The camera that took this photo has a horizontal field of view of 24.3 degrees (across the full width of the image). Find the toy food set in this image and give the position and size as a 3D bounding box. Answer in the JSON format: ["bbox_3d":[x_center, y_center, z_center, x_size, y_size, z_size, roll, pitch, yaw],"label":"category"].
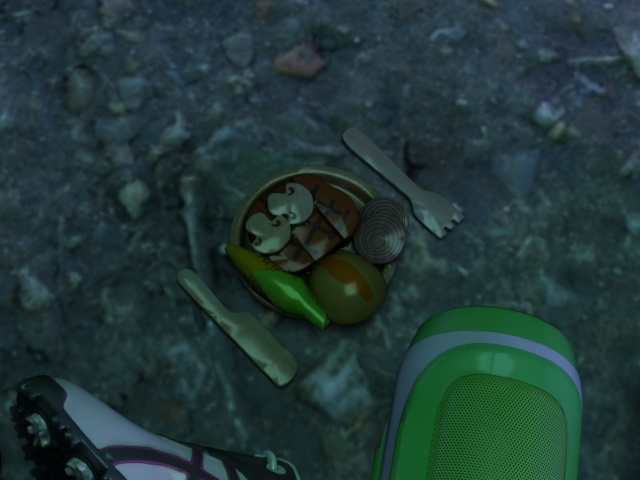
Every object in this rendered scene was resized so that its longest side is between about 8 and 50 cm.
[{"bbox_3d":[0.000,0.000,1.068,0.132,0.038,0.192,42,70,14],"label":"toy food set"}]

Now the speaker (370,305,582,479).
[{"bbox_3d":[0.092,0.193,0.927,0.131,0.131,0.297,11,58,1],"label":"speaker"}]

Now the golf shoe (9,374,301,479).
[{"bbox_3d":[-0.084,0.175,0.966,0.273,0.105,0.120,42,55,7],"label":"golf shoe"}]
